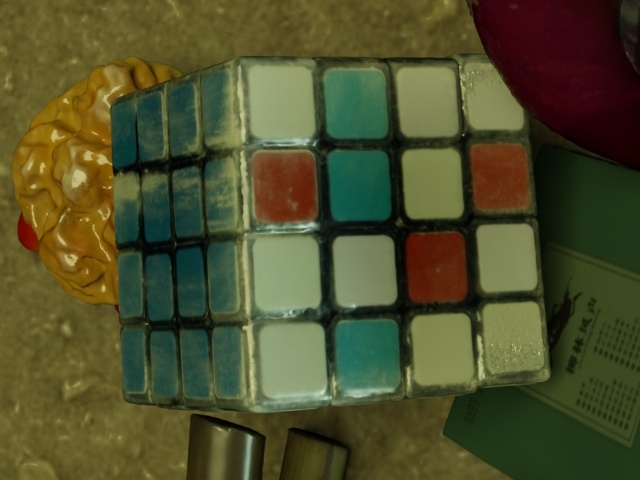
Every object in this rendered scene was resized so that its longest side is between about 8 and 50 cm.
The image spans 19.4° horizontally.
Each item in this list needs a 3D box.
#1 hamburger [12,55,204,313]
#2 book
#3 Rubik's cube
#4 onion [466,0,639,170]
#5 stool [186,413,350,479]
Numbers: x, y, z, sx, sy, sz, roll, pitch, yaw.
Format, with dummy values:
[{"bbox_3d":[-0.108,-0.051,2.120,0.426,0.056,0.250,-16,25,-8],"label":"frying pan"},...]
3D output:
[{"bbox_3d":[-0.163,-0.045,1.608,0.237,0.149,0.237,-1,87,19],"label":"hamburger"},{"bbox_3d":[0.217,0.077,1.383,0.031,0.379,0.264,18,95,-24],"label":"book"},{"bbox_3d":[0.000,-0.001,1.439,0.259,0.253,0.256,-10,83,64],"label":"Rubik's cube"},{"bbox_3d":[0.243,-0.268,1.362,0.398,0.398,0.420,-56,47,9],"label":"onion"},{"bbox_3d":[0.019,0.280,1.444,0.310,0.310,0.226,16,86,19],"label":"stool"}]
